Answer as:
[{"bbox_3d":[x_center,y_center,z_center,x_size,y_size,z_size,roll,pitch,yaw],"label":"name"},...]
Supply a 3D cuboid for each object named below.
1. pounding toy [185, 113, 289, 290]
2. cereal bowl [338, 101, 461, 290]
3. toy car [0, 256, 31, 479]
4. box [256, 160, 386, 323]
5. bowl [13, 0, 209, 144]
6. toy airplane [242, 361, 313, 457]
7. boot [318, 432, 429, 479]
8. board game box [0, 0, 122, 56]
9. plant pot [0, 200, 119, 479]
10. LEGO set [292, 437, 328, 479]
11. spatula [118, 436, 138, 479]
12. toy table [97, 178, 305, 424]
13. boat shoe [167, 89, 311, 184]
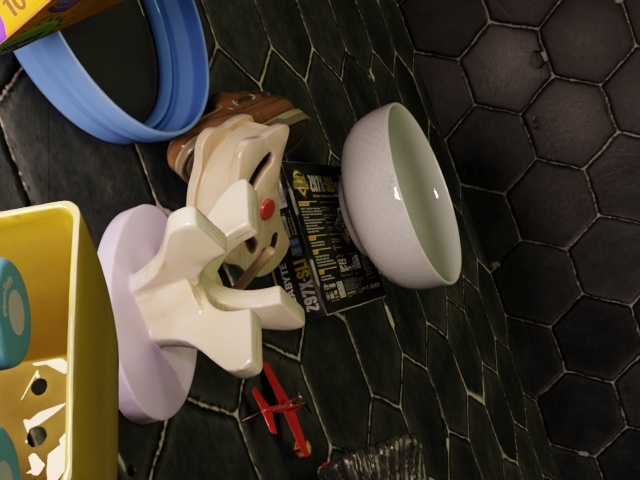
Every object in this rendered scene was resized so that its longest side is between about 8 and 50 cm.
[{"bbox_3d":[-0.080,-0.023,1.257,0.154,0.154,0.270,-5,110,-57],"label":"pounding toy"},{"bbox_3d":[0.127,-0.065,1.680,0.339,0.141,0.339,52,28,-42],"label":"cereal bowl"},{"bbox_3d":[-0.301,0.064,0.495,0.238,0.219,0.210,81,3,-61],"label":"toy car"},{"bbox_3d":[0.000,0.000,1.613,0.322,0.079,0.257,-8,79,-69],"label":"box"},{"bbox_3d":[-0.274,-0.303,1.172,0.391,0.077,0.391,51,29,-44],"label":"bowl"},{"bbox_3d":[-0.058,0.232,1.314,0.151,0.028,0.151,41,29,-29],"label":"toy airplane"},{"bbox_3d":[0.064,0.414,1.263,0.348,0.131,0.260,-6,75,-59],"label":"boot"},{"bbox_3d":[-0.217,-0.439,0.864,0.356,0.356,0.356,57,36,-11],"label":"board game box"},{"bbox_3d":[-0.252,0.121,0.710,0.187,0.212,0.212,72,10,-61],"label":"plant pot"},{"bbox_3d":[0.016,0.406,1.345,0.182,0.060,0.244,37,39,-62],"label":"LEGO set"},{"bbox_3d":[-0.251,0.120,0.940,0.297,0.030,0.084,67,19,-11],"label":"spatula"},{"bbox_3d":[-0.143,0.062,1.083,0.252,0.160,0.274,36,39,-57],"label":"toy table"},{"bbox_3d":[-0.138,-0.157,1.382,0.104,0.111,0.307,40,27,15],"label":"boat shoe"}]
